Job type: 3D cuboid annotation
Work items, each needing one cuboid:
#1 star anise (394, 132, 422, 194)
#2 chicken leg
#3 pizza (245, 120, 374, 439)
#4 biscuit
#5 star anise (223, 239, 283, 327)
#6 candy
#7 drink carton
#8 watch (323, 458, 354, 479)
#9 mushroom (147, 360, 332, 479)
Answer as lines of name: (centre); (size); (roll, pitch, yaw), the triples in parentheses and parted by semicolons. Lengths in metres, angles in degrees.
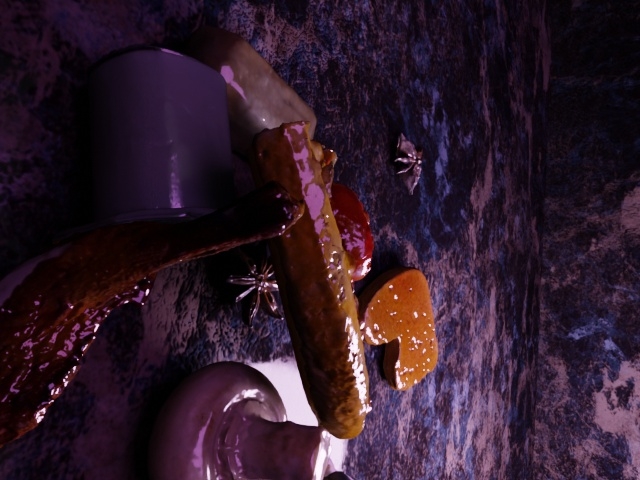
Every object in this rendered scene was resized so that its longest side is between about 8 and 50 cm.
star anise: (0.207, -0.169, 1.180); (0.124, 0.056, 0.129); (14, 77, -53)
chicken leg: (-0.200, 0.054, 0.429); (0.406, 0.158, 0.096); (-34, 138, 1)
pizza: (0.000, 0.000, 0.680); (0.406, 0.130, 0.440); (-99, 180, -56)
biscuit: (0.164, 0.200, 1.110); (0.262, 0.052, 0.277); (-29, 112, -45)
star anise: (-0.096, 0.060, 0.770); (0.141, 0.042, 0.141); (8, 80, -50)
candy: (-0.099, -0.190, 0.731); (0.234, 0.102, 0.104); (37, 59, -49)
drink carton: (-0.169, -0.091, 0.573); (0.185, 0.191, 0.190); (10, 74, -51)
watch: (0.000, 0.427, 0.713); (0.196, 0.244, 0.231); (-48, 119, -44)
mushroom: (-0.105, 0.267, 0.631); (0.206, 0.209, 0.207); (-30, 135, -35)
